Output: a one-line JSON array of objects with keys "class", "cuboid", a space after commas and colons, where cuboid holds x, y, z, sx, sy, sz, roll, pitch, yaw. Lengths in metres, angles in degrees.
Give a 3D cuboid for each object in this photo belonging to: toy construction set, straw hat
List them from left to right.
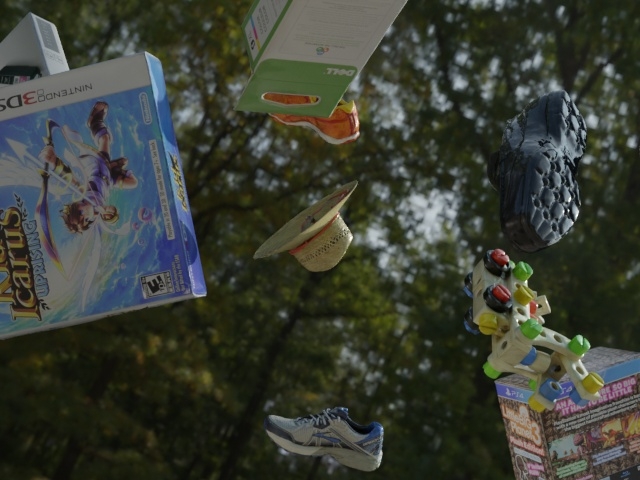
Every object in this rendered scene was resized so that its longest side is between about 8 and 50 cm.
[{"class": "straw hat", "cuboid": [0.000, 0.000, 1.233, 0.061, 0.144, 0.144, 53, -31, -10]}, {"class": "toy construction set", "cuboid": [0.336, 0.136, 1.817, 0.215, 0.151, 0.328, 29, 17, -11]}]

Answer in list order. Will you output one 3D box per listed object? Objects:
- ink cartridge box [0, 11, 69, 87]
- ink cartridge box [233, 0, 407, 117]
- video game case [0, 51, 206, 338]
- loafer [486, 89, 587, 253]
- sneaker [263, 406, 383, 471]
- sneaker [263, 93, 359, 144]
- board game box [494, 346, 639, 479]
[{"class": "ink cartridge box", "cuboid": [-0.479, -0.181, 1.733, 0.239, 0.275, 0.060, -39, -35, 23]}, {"class": "ink cartridge box", "cuboid": [-0.003, -0.204, 1.032, 0.108, 0.062, 0.209, 0, -32, -27]}, {"class": "video game case", "cuboid": [-0.272, -0.046, 1.207, 0.244, 0.270, 0.061, -13, -5, 9]}, {"class": "loafer", "cuboid": [0.188, -0.057, 0.993, 0.078, 0.223, 0.076, -25, -66, 32]}, {"class": "sneaker", "cuboid": [0.006, 0.203, 1.202, 0.135, 0.058, 0.052, 14, 15, -6]}, {"class": "sneaker", "cuboid": [-0.011, -0.179, 1.440, 0.175, 0.064, 0.067, 22, -51, 41]}, {"class": "board game box", "cuboid": [0.464, 0.361, 1.943, 0.232, 0.291, 0.141, -14, 5, -21]}]
